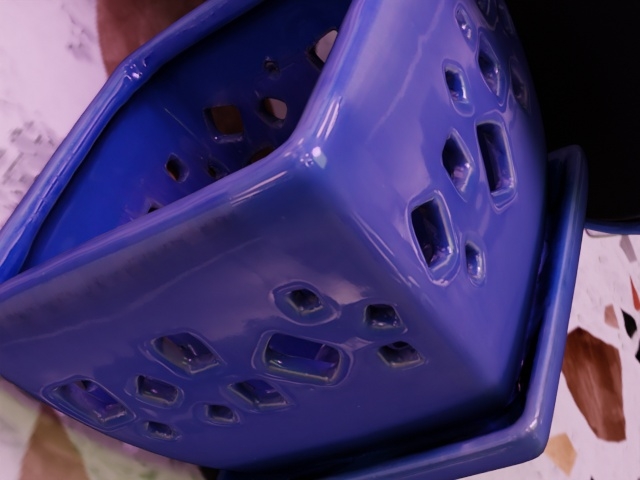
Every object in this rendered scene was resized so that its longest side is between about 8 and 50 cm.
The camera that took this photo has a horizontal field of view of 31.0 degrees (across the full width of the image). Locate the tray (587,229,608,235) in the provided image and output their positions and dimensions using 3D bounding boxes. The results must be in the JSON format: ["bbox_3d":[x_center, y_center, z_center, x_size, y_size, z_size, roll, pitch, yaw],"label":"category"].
[{"bbox_3d":[0.249,-0.136,1.079,0.145,0.030,0.270,-3,71,-49],"label":"tray"}]

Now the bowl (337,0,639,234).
[{"bbox_3d":[0.090,-0.164,0.629,0.077,0.391,0.391,-40,102,-14],"label":"bowl"}]

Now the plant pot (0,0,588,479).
[{"bbox_3d":[0.000,0.000,0.575,0.212,0.236,0.236,49,40,-25],"label":"plant pot"}]
